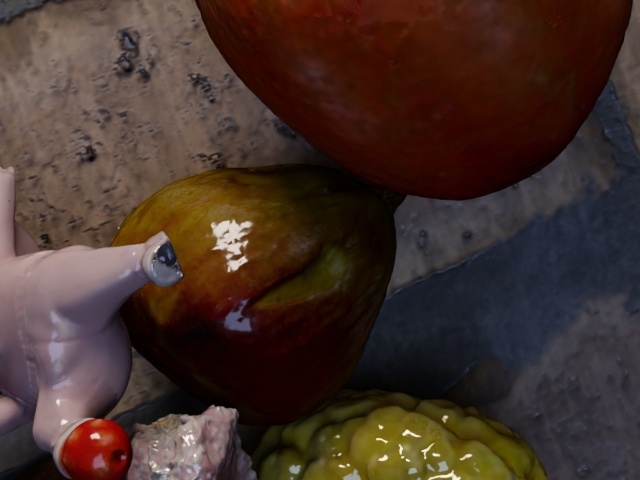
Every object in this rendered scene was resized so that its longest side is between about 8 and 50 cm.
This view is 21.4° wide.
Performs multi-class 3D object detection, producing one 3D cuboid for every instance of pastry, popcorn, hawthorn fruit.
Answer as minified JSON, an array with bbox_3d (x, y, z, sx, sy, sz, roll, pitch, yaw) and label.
[{"bbox_3d":[-0.079,0.233,1.144,0.112,0.103,0.265,-9,109,19],"label":"pastry"},{"bbox_3d":[0.057,0.208,1.208,0.226,0.200,0.203,4,91,-9],"label":"popcorn"},{"bbox_3d":[0.054,-0.176,1.056,0.295,0.295,0.311,-21,89,0],"label":"hawthorn fruit"}]

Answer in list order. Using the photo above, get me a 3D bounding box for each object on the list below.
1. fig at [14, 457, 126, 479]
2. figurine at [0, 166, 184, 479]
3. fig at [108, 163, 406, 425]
[{"bbox_3d":[-0.221,0.232,1.213,0.201,0.146,0.134,-11,118,3],"label":"fig"},{"bbox_3d":[-0.218,0.057,1.102,0.186,0.287,0.176,-35,125,-40],"label":"figurine"},{"bbox_3d":[-0.016,-0.011,1.158,0.190,0.190,0.290,36,98,-14],"label":"fig"}]
